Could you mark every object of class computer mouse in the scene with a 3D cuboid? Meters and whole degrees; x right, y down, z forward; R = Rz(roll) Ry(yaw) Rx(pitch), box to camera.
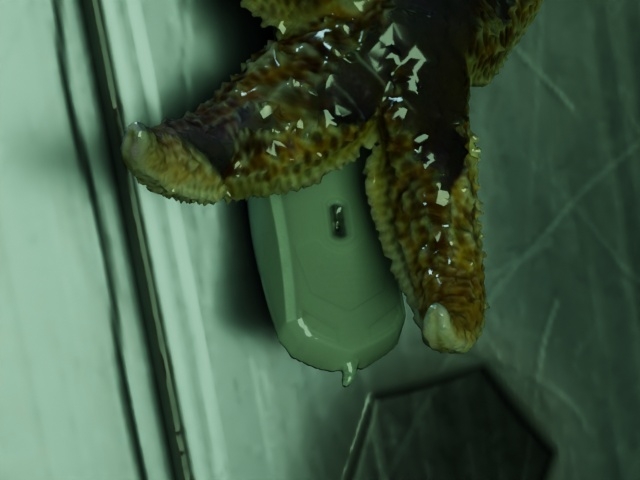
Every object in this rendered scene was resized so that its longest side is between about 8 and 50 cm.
[{"bbox_3d":[0.000,0.000,0.573,0.056,0.032,0.110,0,76,-27],"label":"computer mouse"}]

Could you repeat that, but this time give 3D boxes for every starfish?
[{"bbox_3d":[0.014,-0.072,0.547,0.216,0.071,0.238,-13,74,-27],"label":"starfish"}]
